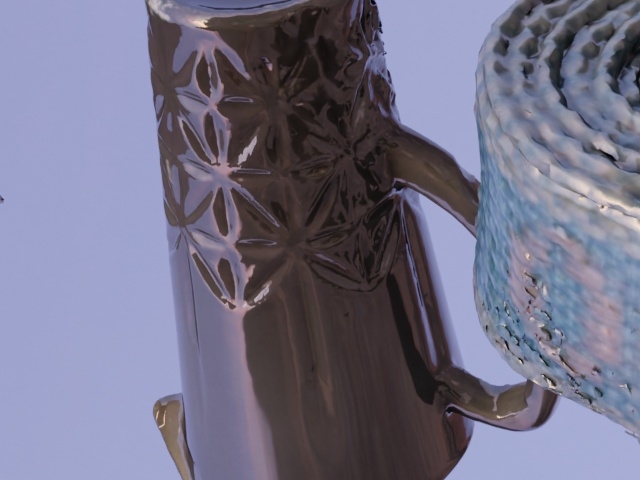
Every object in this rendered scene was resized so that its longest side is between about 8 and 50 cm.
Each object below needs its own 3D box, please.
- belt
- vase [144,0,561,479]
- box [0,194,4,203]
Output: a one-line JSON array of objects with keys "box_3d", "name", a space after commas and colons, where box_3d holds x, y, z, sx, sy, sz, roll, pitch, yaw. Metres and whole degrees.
[{"box_3d": [0.116, -0.021, 0.367, 0.163, 0.148, 0.082, -29, -45, -33], "name": "belt"}, {"box_3d": [0.000, 0.000, 0.809, 0.156, 0.251, 0.301, -54, -36, -46], "name": "vase"}, {"box_3d": [-0.395, 0.005, 0.972, 0.420, 0.373, 0.138, -35, -92, -14], "name": "box"}]
